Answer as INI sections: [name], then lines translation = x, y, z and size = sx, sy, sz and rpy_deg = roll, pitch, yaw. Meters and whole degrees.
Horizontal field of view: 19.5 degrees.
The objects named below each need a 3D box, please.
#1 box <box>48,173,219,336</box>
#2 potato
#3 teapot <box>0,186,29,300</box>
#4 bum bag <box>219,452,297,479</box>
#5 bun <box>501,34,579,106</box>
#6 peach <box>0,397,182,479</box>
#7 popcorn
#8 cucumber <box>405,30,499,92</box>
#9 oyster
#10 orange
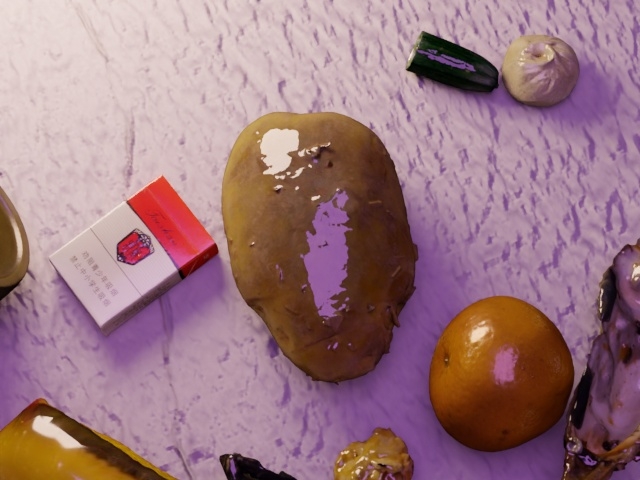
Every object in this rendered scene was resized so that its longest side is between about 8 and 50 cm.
[box]
translation = -0.197, 0.015, 1.968
size = 0.152, 0.048, 0.100
rpy_deg = -36, 78, -11
[potato]
translation = 0.000, 0.000, 1.918
size = 0.191, 0.141, 0.296
rpy_deg = -13, 76, 0
[teapot]
translation = -0.423, 0.006, 1.920
size = 0.175, 0.185, 0.268
rpy_deg = -32, 40, 22
[bum bag]
translation = -0.015, 0.304, 1.846
size = 0.069, 0.102, 0.248
rpy_deg = -36, 76, -11
[bun]
translation = 0.239, -0.187, 2.008
size = 0.086, 0.055, 0.086
rpy_deg = 0, 73, 1
[peach]
translation = -0.213, 0.350, 1.767
size = 0.306, 0.242, 0.380
rpy_deg = 3, 77, 8
[popcorn]
translation = 0.062, 0.241, 1.891
size = 0.084, 0.084, 0.084
rpy_deg = 0, 74, 2
[cucumber]
translation = 0.146, -0.190, 2.015
size = 0.105, 0.048, 0.048
rpy_deg = 20, 75, 6
[oyster]
translation = 0.309, 0.127, 1.874
size = 0.128, 0.078, 0.345
rpy_deg = 33, 57, -5
[orange]
translation = 0.183, 0.136, 1.866
size = 0.136, 0.159, 0.159
rpy_deg = 13, 73, -19
